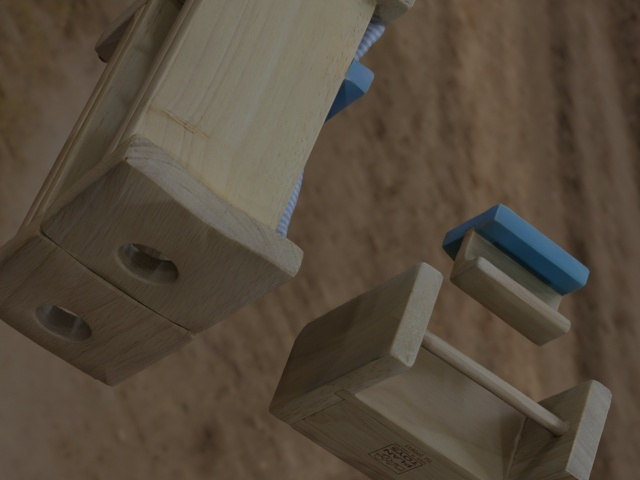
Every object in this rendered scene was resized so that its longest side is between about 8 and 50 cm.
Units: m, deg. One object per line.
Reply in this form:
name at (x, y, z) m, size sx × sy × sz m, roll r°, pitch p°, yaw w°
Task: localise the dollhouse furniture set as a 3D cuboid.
dollhouse furniture set at (0.000, 0.000, 0.639) m, size 0.184 × 0.129 × 0.129 m, roll 35°, pitch 55°, yaw -18°
